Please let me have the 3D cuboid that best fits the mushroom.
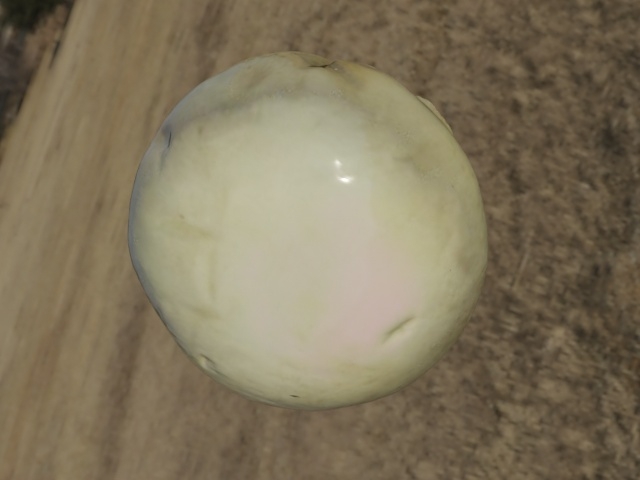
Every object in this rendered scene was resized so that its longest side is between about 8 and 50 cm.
[{"bbox_3d":[-0.015,0.016,1.031,0.356,0.315,0.315,94,-179,-52],"label":"mushroom"}]
